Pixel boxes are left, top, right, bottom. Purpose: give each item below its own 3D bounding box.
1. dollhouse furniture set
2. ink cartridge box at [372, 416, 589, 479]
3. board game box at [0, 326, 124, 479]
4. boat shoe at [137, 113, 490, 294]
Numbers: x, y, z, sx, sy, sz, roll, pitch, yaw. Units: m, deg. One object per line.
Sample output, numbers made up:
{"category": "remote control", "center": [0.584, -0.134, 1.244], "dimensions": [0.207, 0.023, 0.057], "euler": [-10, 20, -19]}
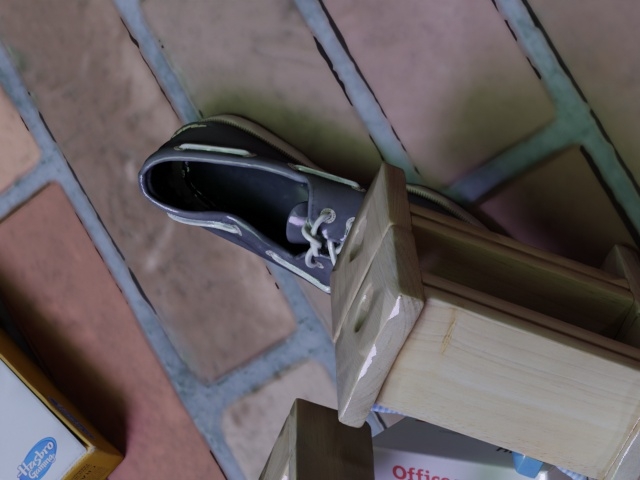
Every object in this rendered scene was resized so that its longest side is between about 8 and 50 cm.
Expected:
{"category": "dollhouse furniture set", "center": [0.052, 0.086, 0.831], "dimensions": [0.129, 0.129, 0.184], "euler": [20, 116, -11]}
{"category": "ink cartridge box", "center": [0.081, 0.144, 0.913], "dimensions": [0.104, 0.060, 0.180], "euler": [4, 108, 35]}
{"category": "board game box", "center": [-0.308, 0.100, 1.093], "dimensions": [0.242, 0.064, 0.316], "euler": [-45, 75, 0]}
{"category": "boat shoe", "center": [0.000, 0.000, 0.918], "dimensions": [0.206, 0.065, 0.075], "euler": [27, 117, 24]}
